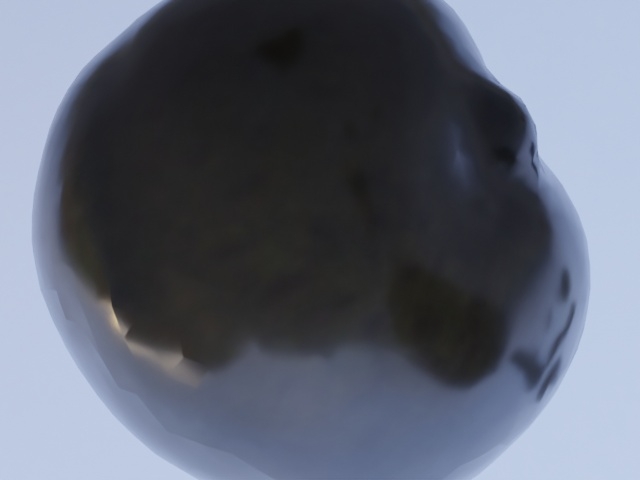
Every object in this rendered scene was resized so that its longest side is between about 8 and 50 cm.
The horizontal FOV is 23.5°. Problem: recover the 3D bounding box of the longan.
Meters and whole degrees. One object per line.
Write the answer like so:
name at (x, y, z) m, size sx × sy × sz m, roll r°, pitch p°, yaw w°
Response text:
longan at (0.000, 0.000, 0.986) m, size 0.361 × 0.361 × 0.361 m, roll -10°, pitch -140°, yaw 8°
